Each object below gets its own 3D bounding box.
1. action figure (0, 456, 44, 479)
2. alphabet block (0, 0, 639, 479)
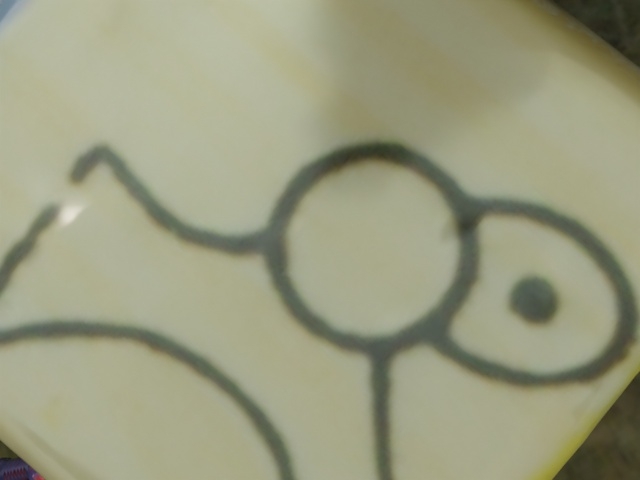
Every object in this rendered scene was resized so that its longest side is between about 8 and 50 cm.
[{"bbox_3d":[-0.062,0.185,0.643,0.178,0.330,0.341,-27,-169,-30],"label":"action figure"},{"bbox_3d":[0.000,0.000,0.446,0.192,0.197,0.193,-51,172,6],"label":"alphabet block"}]
